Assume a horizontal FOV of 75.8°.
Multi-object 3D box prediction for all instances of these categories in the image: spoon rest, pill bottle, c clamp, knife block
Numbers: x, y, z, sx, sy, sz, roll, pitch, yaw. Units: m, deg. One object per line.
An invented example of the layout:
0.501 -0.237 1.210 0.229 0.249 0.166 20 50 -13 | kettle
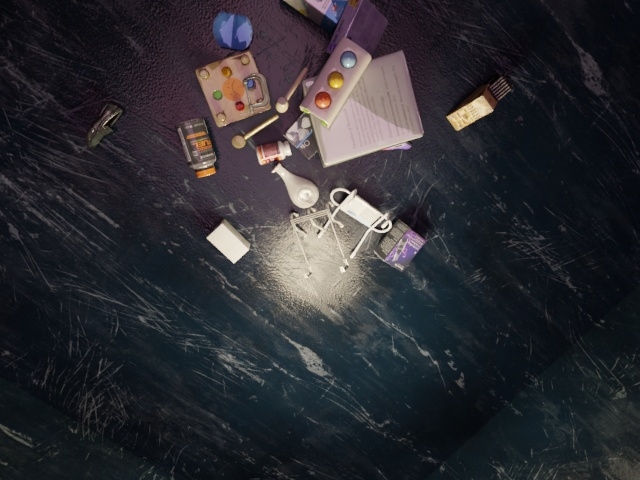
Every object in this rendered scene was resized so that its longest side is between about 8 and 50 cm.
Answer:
-0.121 -0.265 1.946 0.137 0.084 0.276 -42 119 8 | spoon rest
-0.214 -0.406 1.880 0.151 0.086 0.086 -15 107 -1 | pill bottle
-0.284 -0.612 1.716 0.137 0.022 0.161 -7 107 -5 | c clamp
0.749 -0.660 1.913 0.088 0.242 0.275 47 142 -15 | knife block
-0.545 -0.408 1.825 0.130 0.130 0.246 -15 108 -1 | pill bottle

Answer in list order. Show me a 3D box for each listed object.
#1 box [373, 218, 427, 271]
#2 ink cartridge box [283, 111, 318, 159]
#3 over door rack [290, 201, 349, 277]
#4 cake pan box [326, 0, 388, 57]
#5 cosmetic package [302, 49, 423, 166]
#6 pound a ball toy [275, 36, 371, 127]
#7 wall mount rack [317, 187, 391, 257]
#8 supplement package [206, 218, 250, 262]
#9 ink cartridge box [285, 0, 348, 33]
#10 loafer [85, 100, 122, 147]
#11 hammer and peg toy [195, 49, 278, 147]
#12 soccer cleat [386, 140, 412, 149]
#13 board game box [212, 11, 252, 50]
0.394 0.027 2.033 0.153 0.108 0.207 28 103 -35 | box
0.000 -0.547 1.874 0.165 0.065 0.333 41 98 -14 | ink cartridge box
0.000 0.000 1.943 0.239 0.108 0.325 -14 90 35 | over door rack
0.160 -0.844 1.706 0.070 0.266 0.246 37 111 25 | cake pan box
0.155 -0.512 1.673 0.393 0.329 0.328 -16 98 2 | cosmetic package
0.005 -0.549 1.431 0.208 0.136 0.319 33 95 -5 | pound a ball toy
0.161 -0.083 1.999 0.350 0.131 0.304 32 133 -12 | wall mount rack
-0.438 0.001 1.968 0.105 0.105 0.179 -41 106 8 | supplement package
-0.008 -1.022 1.661 0.270 0.197 0.198 30 101 -13 | ink cartridge box
-0.942 -0.495 1.787 0.078 0.076 0.223 34 97 -6 | loafer
-0.349 -0.605 1.789 0.265 0.127 0.362 -21 107 -1 | hammer and peg toy
0.266 -0.464 1.904 0.318 0.109 0.117 16 107 -6 | soccer cleat
-0.372 -0.890 1.753 0.168 0.033 0.133 8 110 -3 | board game box
